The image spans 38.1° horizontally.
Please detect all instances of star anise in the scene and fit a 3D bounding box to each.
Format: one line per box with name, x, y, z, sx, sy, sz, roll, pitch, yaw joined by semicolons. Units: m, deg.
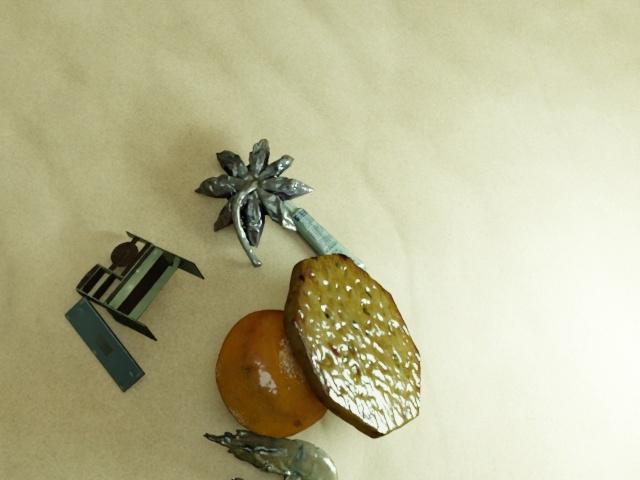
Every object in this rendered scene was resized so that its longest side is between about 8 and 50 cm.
star anise;-0.127;-0.082;1.764;0.230;0.081;0.262;3;73;-3

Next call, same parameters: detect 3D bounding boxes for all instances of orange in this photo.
orange;-0.080;0.232;1.623;0.224;0.170;0.224;20;55;-30

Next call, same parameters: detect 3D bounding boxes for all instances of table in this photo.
table;-0.325;0.079;1.667;0.175;0.062;0.146;22;63;29

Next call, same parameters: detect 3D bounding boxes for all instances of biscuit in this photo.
biscuit;0.062;0.180;1.645;0.359;0.046;0.359;35;40;-35

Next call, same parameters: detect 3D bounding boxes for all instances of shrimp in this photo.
shrimp;-0.093;0.412;1.618;0.254;0.059;0.145;13;78;-15

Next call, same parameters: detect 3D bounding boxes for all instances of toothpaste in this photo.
toothpaste;0.000;0.000;1.797;0.216;0.037;0.062;45;69;2

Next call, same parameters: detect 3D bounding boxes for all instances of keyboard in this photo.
keyboard;-0.380;0.183;1.634;0.055;0.014;0.176;-41;83;14
